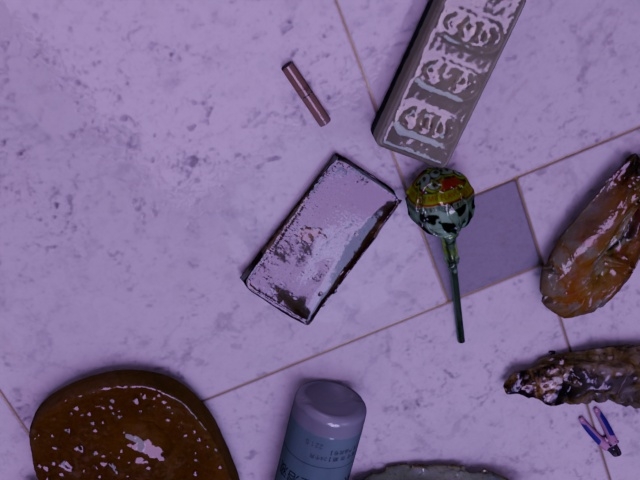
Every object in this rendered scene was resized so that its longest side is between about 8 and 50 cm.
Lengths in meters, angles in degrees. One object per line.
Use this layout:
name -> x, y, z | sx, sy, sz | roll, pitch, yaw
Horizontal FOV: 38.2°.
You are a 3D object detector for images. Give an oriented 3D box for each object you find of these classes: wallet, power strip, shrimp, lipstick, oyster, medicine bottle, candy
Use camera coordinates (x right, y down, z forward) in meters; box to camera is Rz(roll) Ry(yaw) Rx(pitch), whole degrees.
wallet -> 0.000, 0.000, 1.279 | 0.122, 0.031, 0.232 | 33, 105, -16
power strip -> 0.161, -0.225, 1.172 | 0.105, 0.070, 0.257 | 17, 111, -16
shrimp -> 0.421, -0.012, 1.322 | 0.154, 0.062, 0.294 | 16, 115, -28
lipstick -> -0.018, -0.188, 1.192 | 0.019, 0.019, 0.094 | -33, 115, 8
oyster -> 0.452, 0.222, 1.433 | 0.344, 0.079, 0.129 | -1, 124, -11
medicine bottle -> -0.020, 0.387, 1.416 | 0.110, 0.110, 0.352 | 8, 114, -12
candy -> 0.179, 0.032, 1.305 | 0.091, 0.083, 0.306 | -14, 125, -3

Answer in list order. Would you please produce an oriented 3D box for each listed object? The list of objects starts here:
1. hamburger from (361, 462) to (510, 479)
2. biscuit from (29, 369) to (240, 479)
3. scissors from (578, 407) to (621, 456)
hamburger -> 0.180, 0.519, 1.463 | 0.317, 0.195, 0.277 | 6, 117, -8
biscuit -> -0.290, 0.356, 1.392 | 0.314, 0.063, 0.368 | -18, 117, 3
scissors -> 0.461, 0.317, 1.506 | 0.039, 0.012, 0.113 | -36, 115, 10
